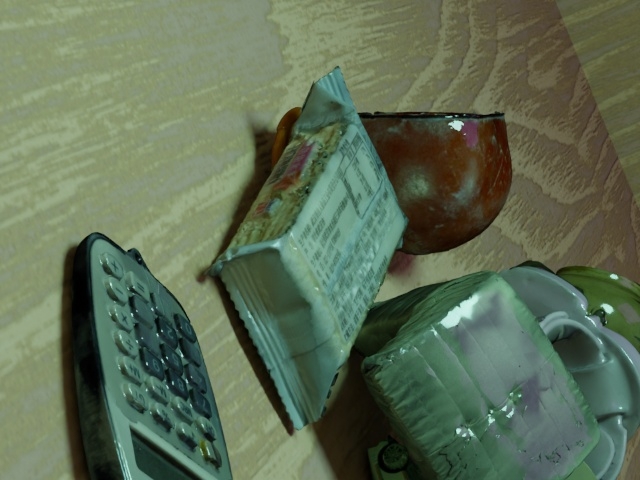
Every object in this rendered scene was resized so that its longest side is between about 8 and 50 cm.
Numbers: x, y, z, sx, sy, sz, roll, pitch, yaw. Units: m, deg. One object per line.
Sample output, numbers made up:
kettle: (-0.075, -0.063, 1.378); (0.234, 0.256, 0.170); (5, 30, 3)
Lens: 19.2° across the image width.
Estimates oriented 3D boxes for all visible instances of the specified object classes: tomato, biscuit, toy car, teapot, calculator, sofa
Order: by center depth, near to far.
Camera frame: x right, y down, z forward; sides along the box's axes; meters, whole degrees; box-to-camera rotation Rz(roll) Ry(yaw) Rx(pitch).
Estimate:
calculator: (-0.111, 0.114, 1.282); (0.177, 0.040, 0.268); (48, 26, -50)
biscuit: (0.002, 0.004, 1.630); (0.186, 0.079, 0.309); (64, 27, -26)
toy car: (0.083, 0.256, 1.664); (0.093, 0.058, 0.186); (56, 9, -49)
sofa: (0.106, 0.155, 1.700); (0.176, 0.225, 0.210); (-37, 100, -26)
tomato: (0.109, -0.063, 1.979); (0.214, 0.180, 0.155); (-8, 95, -64)
teapot: (0.322, 0.131, 2.394); (0.269, 0.173, 0.183); (29, 70, -29)

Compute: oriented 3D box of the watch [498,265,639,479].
watch: (0.221, 0.163, 2.055); (0.231, 0.196, 0.244); (-27, 98, -51)

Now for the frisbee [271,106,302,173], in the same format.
frisbee: (-0.002, -0.030, 1.769); (0.192, 0.035, 0.192); (42, 40, -48)

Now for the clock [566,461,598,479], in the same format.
clock: (0.216, 0.319, 1.876); (0.235, 0.029, 0.235); (7, 80, -46)
